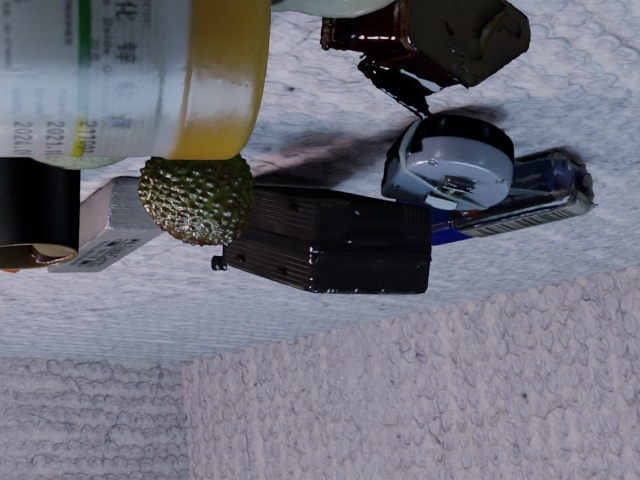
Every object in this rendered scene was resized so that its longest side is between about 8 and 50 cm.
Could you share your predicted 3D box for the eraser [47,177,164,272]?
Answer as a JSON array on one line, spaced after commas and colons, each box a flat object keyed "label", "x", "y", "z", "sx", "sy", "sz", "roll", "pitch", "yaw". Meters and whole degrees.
[{"label": "eraser", "x": -0.363, "y": -0.018, "z": 1.799, "sx": 0.111, "sy": 0.077, "sz": 0.352, "roll": 3, "pitch": 164, "yaw": -33}]

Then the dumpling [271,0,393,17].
[{"label": "dumpling", "x": 0.026, "y": -0.250, "z": 0.939, "sx": 0.181, "sy": 0.111, "sz": 0.155, "roll": 4, "pitch": -175, "yaw": 29}]

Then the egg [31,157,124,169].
[{"label": "egg", "x": -0.259, "y": -0.145, "z": 1.143, "sx": 0.182, "sy": 0.141, "sz": 0.141, "roll": -22, "pitch": -179, "yaw": -43}]

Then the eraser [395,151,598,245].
[{"label": "eraser", "x": 0.312, "y": -0.068, "z": 1.884, "sx": 0.332, "sy": 0.101, "sz": 0.155, "roll": -12, "pitch": 167, "yaw": 28}]

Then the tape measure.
[{"label": "tape measure", "x": 0.194, "y": -0.110, "z": 1.571, "sx": 0.182, "sy": 0.107, "sz": 0.181, "roll": 12, "pitch": 160, "yaw": -3}]

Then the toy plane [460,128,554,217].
[{"label": "toy plane", "x": 0.258, "y": -0.097, "z": 1.719, "sx": 0.226, "sy": 0.058, "sz": 0.226, "roll": 18, "pitch": 151, "yaw": -1}]

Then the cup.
[{"label": "cup", "x": -0.419, "y": -0.054, "z": 1.395, "sx": 0.239, "sy": 0.177, "sz": 0.166, "roll": -15, "pitch": 165, "yaw": 33}]

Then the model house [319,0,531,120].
[{"label": "model house", "x": 0.095, "y": -0.222, "z": 1.123, "sx": 0.164, "sy": 0.141, "sz": 0.203, "roll": 11, "pitch": 162, "yaw": 48}]

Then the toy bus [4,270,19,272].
[{"label": "toy bus", "x": -0.515, "y": -0.030, "z": 1.506, "sx": 0.329, "sy": 0.153, "sz": 0.143, "roll": -2, "pitch": 166, "yaw": -25}]

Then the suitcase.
[{"label": "suitcase", "x": 0.000, "y": 0.000, "z": 1.686, "sx": 0.230, "sy": 0.152, "sz": 0.335, "roll": 1, "pitch": -173, "yaw": -31}]

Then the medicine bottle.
[{"label": "medicine bottle", "x": -0.176, "y": -0.181, "z": 0.832, "sx": 0.232, "sy": 0.237, "sz": 0.238, "roll": -2, "pitch": 166, "yaw": -18}]

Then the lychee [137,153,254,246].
[{"label": "lychee", "x": -0.176, "y": -0.073, "z": 1.513, "sx": 0.171, "sy": 0.171, "sz": 0.171, "roll": -6, "pitch": 167, "yaw": -1}]
